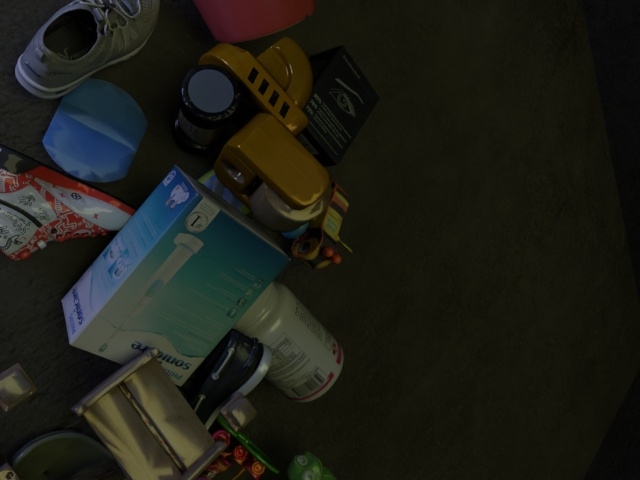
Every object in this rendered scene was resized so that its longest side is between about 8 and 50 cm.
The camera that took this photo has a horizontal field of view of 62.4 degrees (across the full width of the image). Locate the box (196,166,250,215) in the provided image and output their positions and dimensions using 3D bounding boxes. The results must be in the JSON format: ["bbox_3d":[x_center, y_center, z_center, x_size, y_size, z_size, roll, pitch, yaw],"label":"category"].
[{"bbox_3d":[-0.207,-0.068,1.011,0.178,0.042,0.109,-43,119,-30],"label":"box"}]

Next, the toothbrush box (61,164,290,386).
[{"bbox_3d":[-0.234,0.066,0.867,0.295,0.126,0.216,-50,131,3],"label":"toothbrush box"}]

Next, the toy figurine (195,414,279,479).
[{"bbox_3d":[-0.196,0.458,1.034,0.173,0.130,0.159,46,73,-9],"label":"toy figurine"}]

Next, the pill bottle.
[{"bbox_3d":[-0.090,0.184,1.054,0.160,0.160,0.283,-54,124,-23],"label":"pill bottle"}]

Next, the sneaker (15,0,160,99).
[{"bbox_3d":[-0.335,-0.326,0.813,0.105,0.115,0.281,42,60,-21],"label":"sneaker"}]

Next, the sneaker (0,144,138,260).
[{"bbox_3d":[-0.405,-0.028,0.822,0.270,0.090,0.144,29,85,-43],"label":"sneaker"}]

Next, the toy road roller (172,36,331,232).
[{"bbox_3d":[-0.086,-0.199,0.929,0.329,0.202,0.240,47,71,-7],"label":"toy road roller"}]

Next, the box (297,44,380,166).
[{"bbox_3d":[0.009,-0.284,1.132,0.153,0.108,0.207,46,64,-33],"label":"box"}]

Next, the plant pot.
[{"bbox_3d":[-0.134,-0.492,0.910,0.275,0.275,0.243,-40,129,-31],"label":"plant pot"}]

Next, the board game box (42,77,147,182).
[{"bbox_3d":[-0.368,-0.176,0.866,0.133,0.033,0.168,27,73,-34],"label":"board game box"}]

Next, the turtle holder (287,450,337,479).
[{"bbox_3d":[-0.056,0.616,1.046,0.227,0.243,0.320,30,107,-39],"label":"turtle holder"}]

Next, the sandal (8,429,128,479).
[{"bbox_3d":[-0.367,0.416,0.881,0.303,0.086,0.120,43,66,-27],"label":"sandal"}]

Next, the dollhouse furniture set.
[{"bbox_3d":[-0.334,0.262,0.808,0.356,0.174,0.303,-37,101,-36],"label":"dollhouse furniture set"}]

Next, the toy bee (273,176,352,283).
[{"bbox_3d":[0.000,0.000,1.116,0.195,0.162,0.298,15,84,-42],"label":"toy bee"}]

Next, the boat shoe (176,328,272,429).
[{"bbox_3d":[-0.216,0.275,0.943,0.091,0.114,0.302,38,99,-23],"label":"boat shoe"}]
